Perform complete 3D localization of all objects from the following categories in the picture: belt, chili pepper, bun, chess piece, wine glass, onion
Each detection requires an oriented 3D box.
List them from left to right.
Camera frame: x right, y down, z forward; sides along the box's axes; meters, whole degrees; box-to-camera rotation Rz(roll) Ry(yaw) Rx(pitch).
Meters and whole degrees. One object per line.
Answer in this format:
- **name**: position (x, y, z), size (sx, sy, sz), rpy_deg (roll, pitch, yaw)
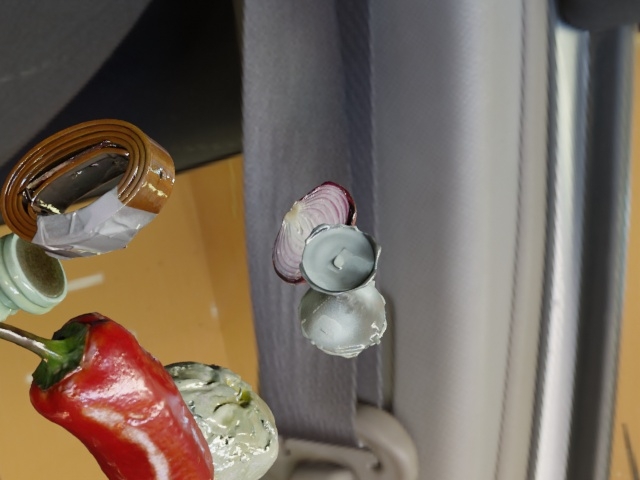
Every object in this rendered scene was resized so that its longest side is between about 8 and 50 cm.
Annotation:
- **chess piece**: position (-0.662, 0.114, 1.891), size (0.298, 0.176, 0.176), rpy_deg (-29, -179, 14)
- **belt**: position (-0.354, -0.076, 1.474), size (0.261, 0.184, 0.105), rpy_deg (-28, 161, 7)
- **chili pepper**: position (-0.233, 0.150, 1.019), size (0.131, 0.338, 0.134), rpy_deg (-26, -150, 6)
- **bun**: position (-0.172, 0.276, 1.505), size (0.141, 0.239, 0.239), rpy_deg (-51, 175, 14)
- **onion**: position (0.000, 0.000, 1.804), size (0.206, 0.151, 0.098), rpy_deg (-49, 168, -3)
- **wine glass**: position (0.025, 0.056, 1.172), size (0.122, 0.122, 0.183), rpy_deg (-11, 152, -4)
